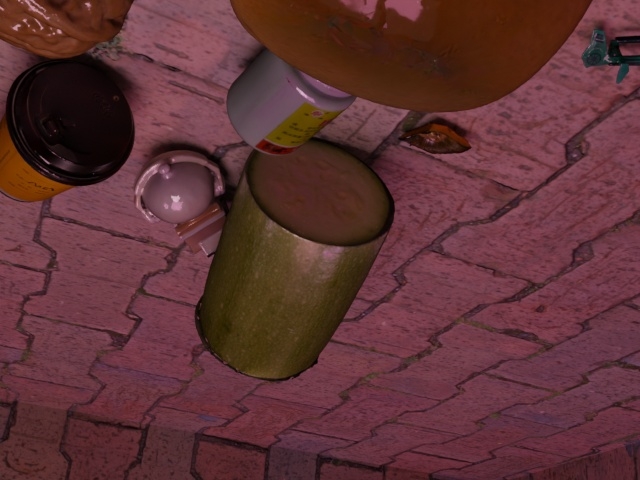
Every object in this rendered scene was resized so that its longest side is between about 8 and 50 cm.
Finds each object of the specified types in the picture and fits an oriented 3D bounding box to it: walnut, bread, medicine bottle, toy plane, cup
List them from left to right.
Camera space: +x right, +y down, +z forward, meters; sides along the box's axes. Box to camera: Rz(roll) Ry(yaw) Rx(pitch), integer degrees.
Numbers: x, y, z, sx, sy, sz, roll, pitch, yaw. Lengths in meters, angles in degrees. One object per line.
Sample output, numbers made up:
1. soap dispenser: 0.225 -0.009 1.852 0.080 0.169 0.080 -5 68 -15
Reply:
1. walnut: -0.323 -0.316 0.979 0.213 0.213 0.213 3 151 2
2. cup: -0.423 -0.156 1.298 0.196 0.196 0.280 22 155 -30
3. medicine bottle: -0.025 -0.224 1.154 0.139 0.139 0.225 20 147 -28
4. bread: 0.085 -0.299 0.889 0.376 0.252 0.348 24 149 -29
5. toy plane: 0.476 -0.248 1.133 0.235 0.060 0.096 0 144 1

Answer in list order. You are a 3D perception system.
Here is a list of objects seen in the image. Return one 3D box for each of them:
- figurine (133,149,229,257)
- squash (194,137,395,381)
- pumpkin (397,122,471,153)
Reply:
1. figurine: -0.243 -0.080 1.478 0.163 0.141 0.236 -30 143 3
2. squash: -0.056 0.047 1.426 0.263 0.263 0.384 12 133 -14
3. pumpkin: 0.188 -0.168 1.344 0.101 0.035 0.073 18 160 -30
